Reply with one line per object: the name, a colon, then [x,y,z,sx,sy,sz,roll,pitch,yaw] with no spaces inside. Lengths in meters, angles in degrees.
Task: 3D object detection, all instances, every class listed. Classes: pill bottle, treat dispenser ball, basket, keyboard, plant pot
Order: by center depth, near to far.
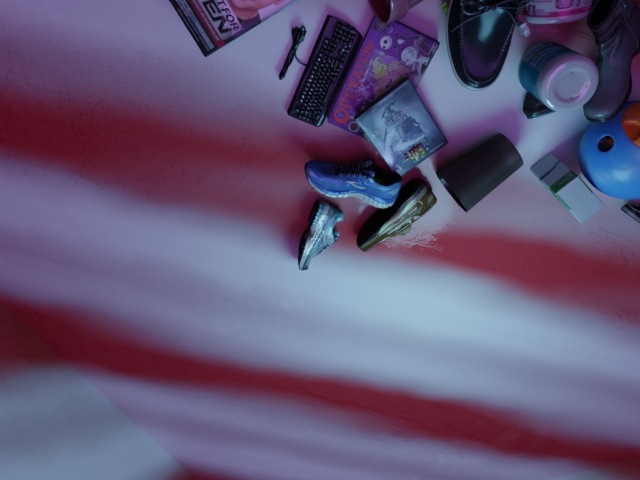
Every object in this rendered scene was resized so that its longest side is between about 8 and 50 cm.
pill bottle: [0.618,-0.720,1.271,0.160,0.160,0.283,-7,121,6]
plant pot: [0.221,-0.694,1.291,0.180,0.201,0.202,-23,120,-4]
pill bottle: [0.637,-0.461,1.369,0.146,0.264,0.146,0,121,0]
treat dispenser ball: [0.923,-0.265,1.468,0.287,0.288,0.289,1,122,1]
keyboard: [-0.024,-0.513,1.490,0.201,0.033,0.317,21,119,-11]
basket: [0.508,-0.221,1.577,0.226,0.204,0.154,-36,111,11]

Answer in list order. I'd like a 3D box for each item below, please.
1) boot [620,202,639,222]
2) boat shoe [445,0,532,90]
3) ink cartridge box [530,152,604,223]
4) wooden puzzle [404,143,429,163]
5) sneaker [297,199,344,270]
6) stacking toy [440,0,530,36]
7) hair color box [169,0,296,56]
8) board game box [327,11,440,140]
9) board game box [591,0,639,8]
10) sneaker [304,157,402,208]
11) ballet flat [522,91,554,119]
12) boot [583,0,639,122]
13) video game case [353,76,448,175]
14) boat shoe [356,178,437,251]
boot: [1.149,-0.129,1.668,0.236,0.085,0.179,17,119,-17]
boat shoe: [0.439,-0.634,1.280,0.186,0.156,0.501,3,122,1]
ink cartridge box: [0.778,-0.171,1.579,0.153,0.208,0.087,38,112,-21]
wooden puzzle: [0.311,-0.278,1.591,0.083,0.006,0.049,-34,127,12]
sneaker: [0.000,0.000,1.762,0.122,0.110,0.283,15,121,-12]
stacking toy: [0.467,-0.619,1.400,0.166,0.052,0.221,-32,115,19]
hair color box: [-0.203,-0.681,1.342,0.374,0.114,0.185,-25,118,15]
board game box: [0.182,-0.476,1.500,0.208,0.056,0.347,23,120,-7]
board game box: [0.796,-0.759,1.321,0.144,0.027,0.282,-16,120,10]
sneaker: [0.110,-0.214,1.600,0.329,0.130,0.147,10,140,-14]
ballet flat: [0.751,-0.439,1.484,0.280,0.095,0.096,-12,109,8]
boot: [0.760,-0.510,1.327,0.222,0.118,0.339,26,82,-42]
video game case: [0.255,-0.342,1.547,0.196,0.026,0.274,-35,128,13]
boat shoe: [0.264,-0.065,1.708,0.119,0.123,0.324,36,117,-23]
